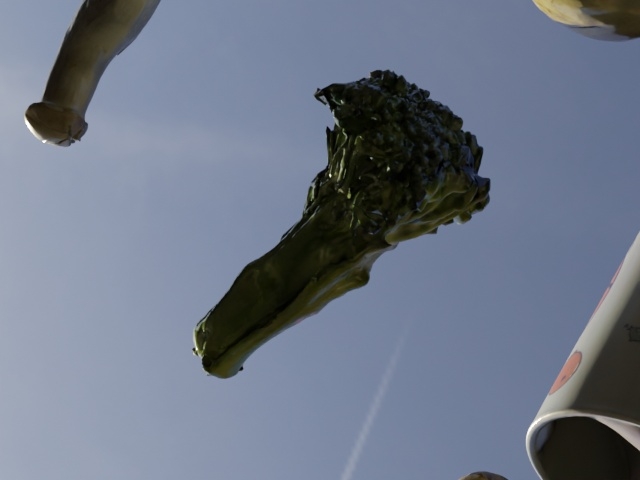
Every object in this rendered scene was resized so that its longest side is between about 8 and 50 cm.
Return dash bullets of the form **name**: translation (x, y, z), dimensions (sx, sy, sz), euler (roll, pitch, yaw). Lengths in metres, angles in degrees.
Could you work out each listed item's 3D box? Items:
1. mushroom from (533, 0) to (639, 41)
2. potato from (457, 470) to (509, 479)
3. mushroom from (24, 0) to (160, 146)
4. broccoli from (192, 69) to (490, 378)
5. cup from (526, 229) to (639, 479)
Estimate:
- **mushroom**: translation (0.201, -0.196, 0.994), dimensions (0.112, 0.148, 0.148), euler (44, -69, 40)
- **potato**: translation (0.085, 0.172, 0.855), dimensions (0.062, 0.068, 0.083), euler (45, -61, 29)
- **mushroom**: translation (-0.272, -0.214, 1.776), dimensions (0.092, 0.081, 0.223), euler (31, -93, 34)
- **broccoli**: translation (-0.002, -0.003, 1.259), dimensions (0.304, 0.165, 0.145), euler (-49, -117, 11)
- **cup**: translation (0.332, 0.082, 1.232), dimensions (0.212, 0.212, 0.317), euler (14, -124, 33)
